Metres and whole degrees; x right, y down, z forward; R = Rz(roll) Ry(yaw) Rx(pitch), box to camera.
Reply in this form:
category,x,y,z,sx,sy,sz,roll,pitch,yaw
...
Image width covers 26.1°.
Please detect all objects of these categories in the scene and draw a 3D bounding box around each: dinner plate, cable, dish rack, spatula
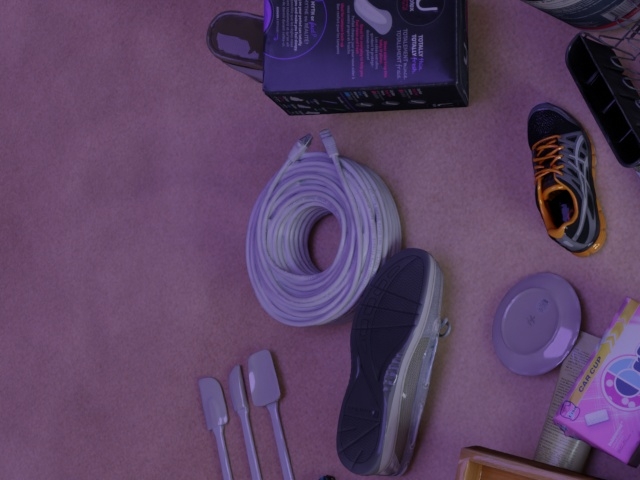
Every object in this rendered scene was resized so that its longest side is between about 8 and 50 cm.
category,x,y,z,sx,sy,sz,roll,pitch,yaw
dinner plate,0.280,0.109,1.821,0.141,0.017,0.141,-20,59,37
cable,0.000,0.000,2.032,0.257,0.089,0.257,-45,59,25
dish rack,0.432,-0.237,1.652,0.271,0.074,0.208,-49,48,36
spatula,-0.109,0.304,2.118,0.168,0.019,0.242,-25,69,32

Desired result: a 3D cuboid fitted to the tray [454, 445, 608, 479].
category,x,y,z,sx,sy,sz,roll,pitch,yaw
tray,0.350,0.396,1.657,0.410,0.076,0.203,12,91,25

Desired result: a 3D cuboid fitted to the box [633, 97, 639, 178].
category,x,y,z,sx,sy,sz,roll,pitch,yaw
box,0.476,-0.097,1.696,0.159,0.044,0.233,-41,61,27

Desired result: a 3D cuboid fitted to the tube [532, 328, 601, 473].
category,x,y,z,sx,sy,sz,roll,pitch,yaw
tube,0.322,0.238,1.767,0.070,0.062,0.240,18,91,-4

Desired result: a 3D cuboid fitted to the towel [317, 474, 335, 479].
category,x,y,z,sx,sy,sz,roll,pitch,yaw
towel,0.012,0.560,1.973,0.271,0.040,0.370,-46,58,23

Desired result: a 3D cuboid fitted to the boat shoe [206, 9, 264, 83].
category,x,y,z,sx,sy,sz,roll,pitch,yaw
boat shoe,-0.019,-0.267,2.074,0.302,0.103,0.113,24,88,17

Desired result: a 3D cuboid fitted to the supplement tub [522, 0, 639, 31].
category,x,y,z,sx,sy,sz,roll,pitch,yaw
supplement tub,0.305,-0.379,1.726,0.191,0.272,0.191,-7,79,37

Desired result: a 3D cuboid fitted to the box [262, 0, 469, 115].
category,x,y,z,sx,sy,sz,roll,pitch,yaw
box,0.066,-0.271,1.924,0.270,0.143,0.165,-1,82,13

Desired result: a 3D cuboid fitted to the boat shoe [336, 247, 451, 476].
category,x,y,z,sx,sy,sz,roll,pitch,yaw
boat shoe,0.110,0.171,1.923,0.118,0.103,0.320,7,84,44

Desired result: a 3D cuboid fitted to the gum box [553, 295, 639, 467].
category,x,y,z,sx,sy,sz,roll,pitch,yaw
gum box,0.378,0.178,1.691,0.107,0.062,0.188,31,91,28

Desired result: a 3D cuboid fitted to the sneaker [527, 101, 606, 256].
category,x,y,z,sx,sy,sz,roll,pitch,yaw
sneaker,0.312,-0.086,1.801,0.084,0.083,0.215,-29,65,34
